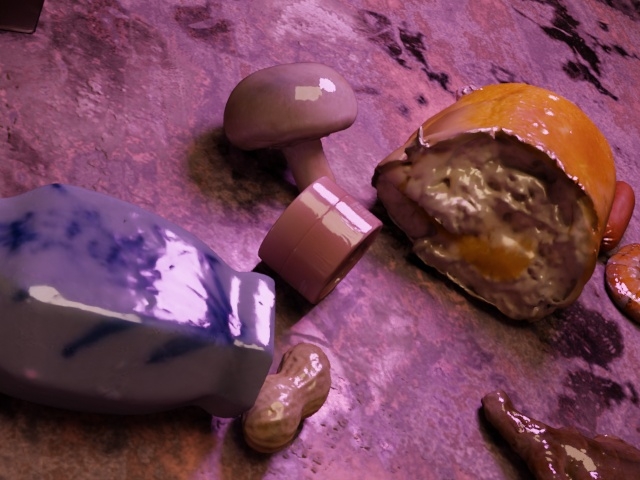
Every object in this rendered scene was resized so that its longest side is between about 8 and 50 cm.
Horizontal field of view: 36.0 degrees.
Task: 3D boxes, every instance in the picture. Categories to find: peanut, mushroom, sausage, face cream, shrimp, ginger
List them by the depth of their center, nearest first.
[{"bbox_3d":[-0.039,0.186,1.196,0.082,0.082,0.187,39,39,8],"label":"peanut"},{"bbox_3d":[0.372,0.314,1.330,0.333,0.080,0.166,28,28,-10],"label":"ginger"},{"bbox_3d":[0.000,0.000,1.353,0.104,0.149,0.149,41,40,8],"label":"face cream"},{"bbox_3d":[-0.036,-0.163,1.501,0.207,0.207,0.215,-27,102,-47],"label":"mushroom"},{"bbox_3d":[0.638,0.097,1.744,0.290,0.054,0.222,25,39,3],"label":"shrimp"},{"bbox_3d":[0.532,-0.046,1.812,0.076,0.076,0.197,37,41,5],"label":"sausage"}]

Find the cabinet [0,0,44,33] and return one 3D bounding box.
[{"bbox_3d":[-0.517,-0.429,1.438,0.215,0.175,0.148,0,49,-32],"label":"cabinet"}]

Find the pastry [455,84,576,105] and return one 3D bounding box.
[{"bbox_3d":[0.387,-0.236,1.889,0.265,0.103,0.112,0,32,-26],"label":"pastry"}]

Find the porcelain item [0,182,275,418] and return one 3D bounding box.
[{"bbox_3d":[-0.258,0.069,1.091,0.405,0.178,0.242,19,40,-20],"label":"porcelain item"}]

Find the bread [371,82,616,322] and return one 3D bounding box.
[{"bbox_3d":[0.313,-0.112,1.596,0.361,0.250,0.394,36,38,3],"label":"bread"}]
